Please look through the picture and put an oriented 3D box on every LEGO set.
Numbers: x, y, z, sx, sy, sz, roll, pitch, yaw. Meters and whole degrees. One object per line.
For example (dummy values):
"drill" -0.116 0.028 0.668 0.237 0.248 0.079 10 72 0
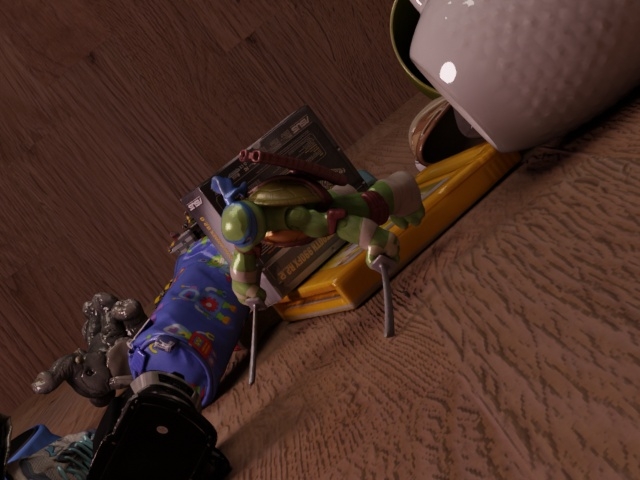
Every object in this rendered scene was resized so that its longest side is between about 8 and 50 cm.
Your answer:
"LEGO set" -0.234 0.023 2.554 0.255 0.192 0.331 -32 9 46

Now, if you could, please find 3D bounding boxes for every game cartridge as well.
"game cartridge" 0.096 -0.016 1.641 0.323 0.053 0.285 -42 7 -19

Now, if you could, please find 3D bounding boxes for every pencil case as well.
"pencil case" -0.171 0.106 1.692 0.119 0.133 0.306 -59 5 32

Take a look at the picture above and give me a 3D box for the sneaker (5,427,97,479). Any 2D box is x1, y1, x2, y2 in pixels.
"sneaker" -0.321 0.289 1.563 0.122 0.110 0.283 -36 6 -8

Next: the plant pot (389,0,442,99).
"plant pot" 0.271 -0.370 2.384 0.275 0.275 0.293 -39 -9 -3

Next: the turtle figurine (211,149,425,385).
"turtle figurine" 0.005 0.025 1.388 0.266 0.275 0.198 -23 -23 -51

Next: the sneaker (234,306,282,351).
"sneaker" -0.094 0.118 1.792 0.118 0.042 0.067 -45 12 -34

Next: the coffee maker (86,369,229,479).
"coffee maker" -0.186 0.219 1.239 0.171 0.120 0.178 -40 6 -5

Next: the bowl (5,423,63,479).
"bowl" -0.583 0.448 2.028 0.391 0.077 0.391 -38 6 5

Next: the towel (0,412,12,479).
"towel" -0.492 0.381 1.448 0.324 0.056 0.312 -34 38 22

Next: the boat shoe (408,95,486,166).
"boat shoe" 0.269 -0.214 1.850 0.324 0.123 0.116 -43 11 20

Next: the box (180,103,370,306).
"box" -0.047 -0.049 1.644 0.231 0.183 0.056 -42 9 -35

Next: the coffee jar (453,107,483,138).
"coffee jar" 0.245 -0.193 1.674 0.079 0.096 0.184 -9 7 31

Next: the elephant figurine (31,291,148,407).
"elephant figurine" -0.402 0.232 2.275 0.169 0.186 0.239 94 -173 -51

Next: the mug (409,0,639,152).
"mug" 0.246 -0.310 1.468 0.328 0.374 0.276 -44 -9 6

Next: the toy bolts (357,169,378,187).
"toy bolts" 0.020 -0.021 1.853 0.158 0.218 0.228 12 27 38

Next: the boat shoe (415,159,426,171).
"boat shoe" 0.221 -0.184 2.015 0.080 0.076 0.228 -43 8 -35
